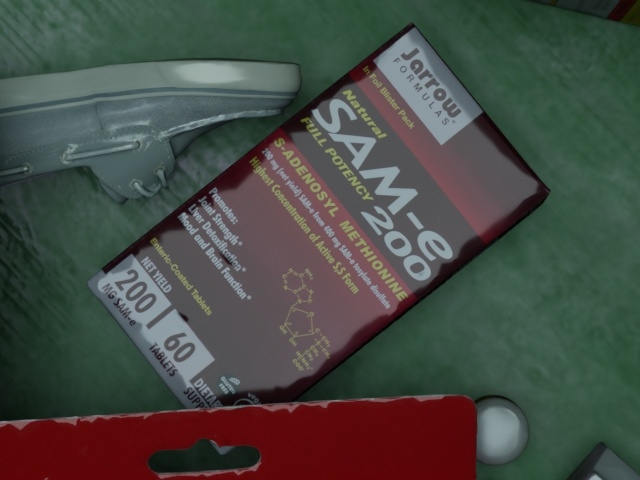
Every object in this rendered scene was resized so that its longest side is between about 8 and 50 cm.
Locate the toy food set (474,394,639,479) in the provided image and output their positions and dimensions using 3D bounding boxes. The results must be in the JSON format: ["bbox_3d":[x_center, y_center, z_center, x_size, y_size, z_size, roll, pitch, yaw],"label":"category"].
[{"bbox_3d":[0.159,0.188,0.941,0.232,0.104,0.111,43,91,3],"label":"toy food set"}]

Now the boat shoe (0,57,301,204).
[{"bbox_3d":[-0.120,-0.062,0.982,0.227,0.079,0.081,-6,95,9],"label":"boat shoe"}]

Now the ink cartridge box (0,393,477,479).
[{"bbox_3d":[-0.053,0.232,0.860,0.309,0.130,0.272,-4,103,-7],"label":"ink cartridge box"}]

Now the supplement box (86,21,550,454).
[{"bbox_3d":[0.000,0.000,0.971,0.239,0.073,0.130,-39,87,1],"label":"supplement box"}]

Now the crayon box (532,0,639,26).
[{"bbox_3d":[0.224,-0.158,0.900,0.318,0.202,0.081,14,89,2],"label":"crayon box"}]
